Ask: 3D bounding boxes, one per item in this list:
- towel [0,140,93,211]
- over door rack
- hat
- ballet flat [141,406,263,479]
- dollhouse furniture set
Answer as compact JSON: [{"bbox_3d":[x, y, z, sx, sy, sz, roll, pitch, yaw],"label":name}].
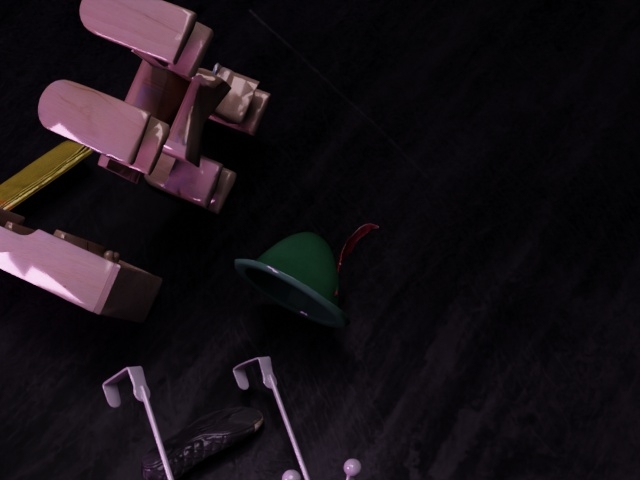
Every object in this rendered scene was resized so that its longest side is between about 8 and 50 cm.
[{"bbox_3d":[-0.451,-0.080,1.704,0.237,0.021,0.102,-39,31,-24],"label":"towel"},{"bbox_3d":[-0.079,0.261,1.334,0.239,0.108,0.324,2,48,-49],"label":"over door rack"},{"bbox_3d":[0.000,0.000,1.550,0.173,0.208,0.183,33,76,-11],"label":"hat"},{"bbox_3d":[-0.150,0.260,1.471,0.173,0.049,0.057,-24,34,-22],"label":"ballet flat"},{"bbox_3d":[-0.295,-0.122,1.567,0.256,0.362,0.394,22,87,15],"label":"dollhouse furniture set"}]
